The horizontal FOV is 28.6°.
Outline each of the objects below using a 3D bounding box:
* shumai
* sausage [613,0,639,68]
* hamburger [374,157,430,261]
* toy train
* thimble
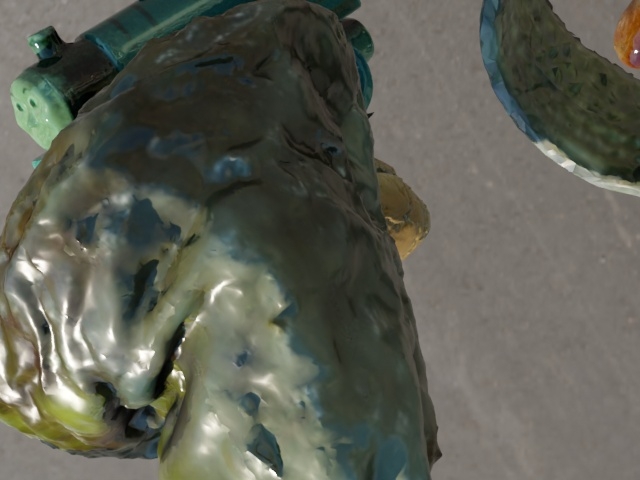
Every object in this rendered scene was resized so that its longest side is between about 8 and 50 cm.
[{"bbox_3d":[-0.013,0.052,0.704,0.263,0.304,0.309,42,173,20],"label":"shumai"},{"bbox_3d":[0.407,-0.326,1.423,0.103,0.076,0.302,-10,136,-12],"label":"sausage"},{"bbox_3d":[0.000,0.000,1.573,0.144,0.283,0.259,54,131,16],"label":"hamburger"},{"bbox_3d":[-0.092,-0.128,0.952,0.120,0.298,0.194,1,123,55],"label":"toy train"},{"bbox_3d":[0.253,-0.169,0.863,0.271,0.150,0.271,16,140,14],"label":"thimble"}]
